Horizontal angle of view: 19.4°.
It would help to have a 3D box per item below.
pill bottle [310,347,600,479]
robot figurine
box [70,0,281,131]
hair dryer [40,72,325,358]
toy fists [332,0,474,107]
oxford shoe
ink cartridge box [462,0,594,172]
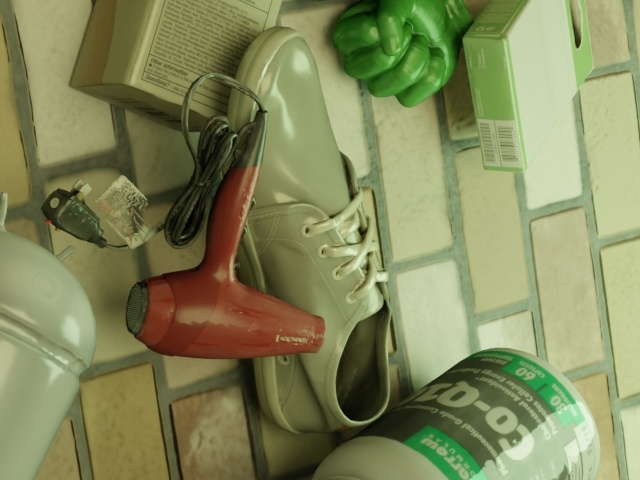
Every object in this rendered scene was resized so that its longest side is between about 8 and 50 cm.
[{"bbox_3d":[0.115,0.266,1.920,0.361,0.204,0.204,-30,109,-47],"label":"pill bottle"},{"bbox_3d":[-0.327,0.136,1.662,0.353,0.199,0.300,-65,162,-14],"label":"robot figurine"},{"bbox_3d":[-0.118,-0.273,1.833,0.148,0.121,0.311,22,80,-34],"label":"box"},{"bbox_3d":[-0.092,0.013,1.730,0.223,0.080,0.293,-35,120,4],"label":"hair dryer"},{"bbox_3d":[0.057,-0.271,1.970,0.142,0.096,0.279,-43,116,-25],"label":"toy fists"},{"bbox_3d":[0.000,0.000,1.851,0.169,0.130,0.449,-40,132,-47],"label":"oxford shoe"},{"bbox_3d":[0.235,-0.208,2.094,0.235,0.056,0.171,-54,140,-46],"label":"ink cartridge box"}]
